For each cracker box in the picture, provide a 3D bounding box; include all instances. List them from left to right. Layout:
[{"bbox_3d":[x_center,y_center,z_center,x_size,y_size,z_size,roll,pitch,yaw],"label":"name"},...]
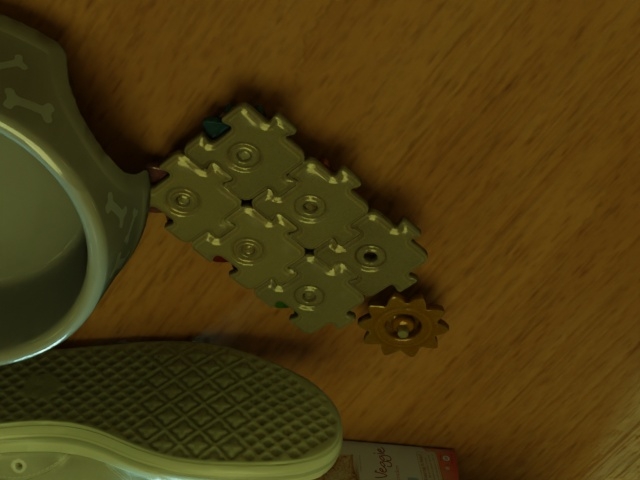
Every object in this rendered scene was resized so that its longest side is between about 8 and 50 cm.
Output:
[{"bbox_3d":[0.028,0.281,1.457,0.232,0.155,0.067,5,128,-7],"label":"cracker box"}]

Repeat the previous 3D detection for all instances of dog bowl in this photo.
[{"bbox_3d":[-0.324,-0.032,1.209,0.349,0.102,0.348,2,130,3],"label":"dog bowl"}]

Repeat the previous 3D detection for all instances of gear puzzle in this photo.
[{"bbox_3d":[0.000,0.000,1.305,0.175,0.044,0.339,-34,121,31],"label":"gear puzzle"}]

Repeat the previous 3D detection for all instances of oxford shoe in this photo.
[{"bbox_3d":[-0.199,0.190,1.374,0.449,0.169,0.130,0,126,7],"label":"oxford shoe"}]
